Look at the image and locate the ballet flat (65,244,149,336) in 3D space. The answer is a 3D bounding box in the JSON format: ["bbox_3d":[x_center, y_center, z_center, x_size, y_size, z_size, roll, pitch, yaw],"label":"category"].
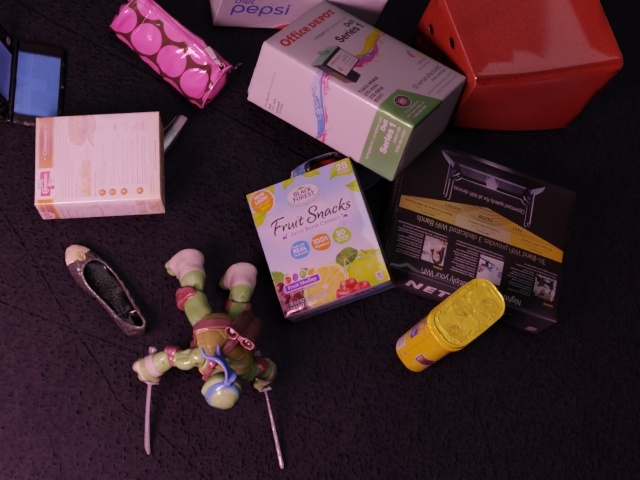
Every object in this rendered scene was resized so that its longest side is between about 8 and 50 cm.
[{"bbox_3d":[-0.311,0.070,1.818,0.173,0.049,0.057,47,63,3],"label":"ballet flat"}]

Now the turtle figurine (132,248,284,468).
[{"bbox_3d":[-0.168,0.167,1.802,0.197,0.275,0.266,-7,50,3],"label":"turtle figurine"}]

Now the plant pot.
[{"bbox_3d":[0.308,-0.330,2.064,0.235,0.267,0.267,-15,76,-16],"label":"plant pot"}]

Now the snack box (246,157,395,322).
[{"bbox_3d":[0.000,0.000,1.898,0.174,0.070,0.207,-21,74,6],"label":"snack box"}]

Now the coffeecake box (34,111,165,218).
[{"bbox_3d":[-0.329,-0.112,1.845,0.185,0.068,0.142,-3,71,-2],"label":"coffeecake box"}]

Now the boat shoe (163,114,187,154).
[{"bbox_3d":[-0.259,-0.147,1.919,0.040,0.049,0.142,35,66,-2],"label":"boat shoe"}]

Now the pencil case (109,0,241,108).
[{"bbox_3d":[-0.234,-0.311,1.960,0.209,0.098,0.095,39,64,0],"label":"pencil case"}]

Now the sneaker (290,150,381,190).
[{"bbox_3d":[0.037,-0.113,1.988,0.162,0.073,0.063,-13,75,-22],"label":"sneaker"}]

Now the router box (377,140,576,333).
[{"bbox_3d":[0.251,-0.010,2.015,0.308,0.081,0.243,19,65,-11],"label":"router box"}]

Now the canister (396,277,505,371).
[{"bbox_3d":[0.196,0.134,1.894,0.126,0.170,0.073,-35,84,-26],"label":"canister"}]

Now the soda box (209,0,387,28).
[{"bbox_3d":[-0.039,-0.415,2.060,0.286,0.098,0.091,-1,65,-19],"label":"soda box"}]

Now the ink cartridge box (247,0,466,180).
[{"bbox_3d":[0.056,-0.242,1.949,0.278,0.117,0.201,31,41,14],"label":"ink cartridge box"}]

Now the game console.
[{"bbox_3d":[-0.451,-0.255,1.878,0.085,0.124,0.144,-5,69,8],"label":"game console"}]
